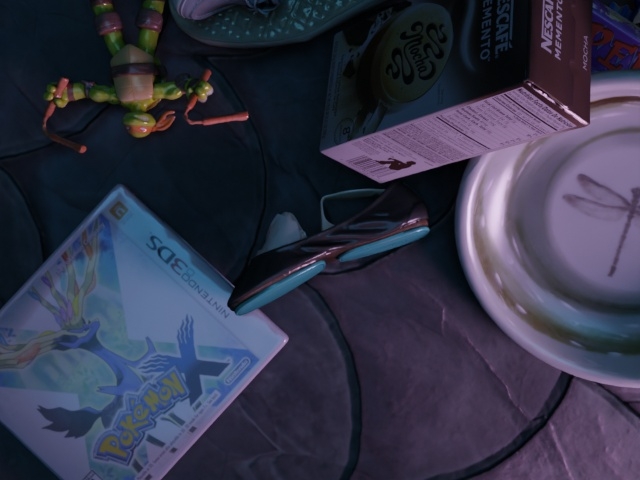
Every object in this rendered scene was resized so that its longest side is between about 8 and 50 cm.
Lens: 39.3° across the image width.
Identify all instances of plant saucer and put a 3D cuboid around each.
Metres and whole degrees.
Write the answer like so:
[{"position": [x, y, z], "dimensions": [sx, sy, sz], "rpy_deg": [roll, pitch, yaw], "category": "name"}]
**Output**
[{"position": [0.364, -0.016, 1.062], "dimensions": [0.400, 0.100, 0.400], "rpy_deg": [11, 119, 20], "category": "plant saucer"}]

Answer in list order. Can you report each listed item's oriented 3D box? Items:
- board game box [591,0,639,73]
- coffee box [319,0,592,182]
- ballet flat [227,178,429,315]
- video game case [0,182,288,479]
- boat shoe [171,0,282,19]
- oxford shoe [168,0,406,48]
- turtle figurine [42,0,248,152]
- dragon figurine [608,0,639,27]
[{"position": [0.370, -0.138, 1.085], "dimensions": [0.347, 0.056, 0.208], "rpy_deg": [34, 127, 3], "category": "board game box"}, {"position": [0.147, -0.188, 1.012], "dimensions": [0.119, 0.297, 0.168], "rpy_deg": [23, 65, -38], "category": "coffee box"}, {"position": [0.000, 0.000, 1.131], "dimensions": [0.280, 0.095, 0.096], "rpy_deg": [-23, 77, -10], "category": "ballet flat"}, {"position": [-0.259, 0.145, 1.149], "dimensions": [0.300, 0.036, 0.329], "rpy_deg": [42, 89, 3], "category": "video game case"}, {"position": [-0.070, -0.313, 1.053], "dimensions": [0.227, 0.079, 0.081], "rpy_deg": [-29, 81, 14], "category": "boat shoe"}, {"position": [0.023, -0.347, 1.130], "dimensions": [0.449, 0.130, 0.169], "rpy_deg": [-15, 93, 15], "category": "oxford shoe"}, {"position": [-0.224, -0.224, 1.138], "dimensions": [0.269, 0.087, 0.217], "rpy_deg": [-2, 94, 10], "category": "turtle figurine"}, {"position": [0.411, -0.275, 1.129], "dimensions": [0.085, 0.144, 0.289], "rpy_deg": [12, 70, 0], "category": "dragon figurine"}]
